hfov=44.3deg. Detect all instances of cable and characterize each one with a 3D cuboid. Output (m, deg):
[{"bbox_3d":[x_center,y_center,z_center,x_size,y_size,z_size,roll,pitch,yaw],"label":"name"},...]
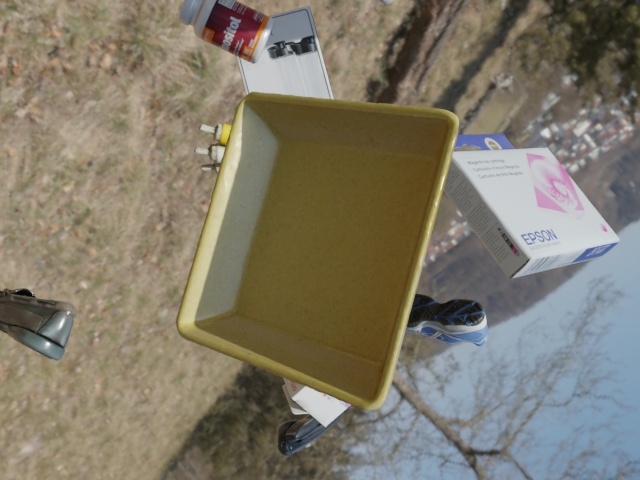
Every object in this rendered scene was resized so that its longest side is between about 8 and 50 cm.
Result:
[{"bbox_3d":[-0.061,-0.136,1.298,0.287,0.072,0.139,7,146,-3],"label":"cable"}]

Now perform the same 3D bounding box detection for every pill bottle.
[{"bbox_3d":[-0.163,-0.374,1.355,0.086,0.152,0.086,-156,-90,-82],"label":"pill bottle"}]

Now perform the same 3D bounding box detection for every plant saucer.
[{"bbox_3d":[0.000,0.000,0.952,0.081,0.333,0.333,20,85,-52],"label":"plant saucer"}]

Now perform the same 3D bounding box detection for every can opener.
[{"bbox_3d":[-0.015,0.342,1.440,0.073,0.059,0.186,-7,-176,34],"label":"can opener"}]

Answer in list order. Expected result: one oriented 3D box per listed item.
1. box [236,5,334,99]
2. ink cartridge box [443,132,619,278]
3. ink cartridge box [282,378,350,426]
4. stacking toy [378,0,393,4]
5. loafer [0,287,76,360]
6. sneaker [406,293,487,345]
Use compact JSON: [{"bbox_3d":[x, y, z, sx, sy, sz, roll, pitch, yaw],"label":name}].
[{"bbox_3d":[-0.065,-0.293,1.546,0.169,0.290,0.087,-13,177,0],"label":"box"},{"bbox_3d":[0.356,-0.095,1.436,0.324,0.330,0.071,-9,149,-44],"label":"ink cartridge box"},{"bbox_3d":[0.009,0.223,1.285,0.143,0.090,0.092,-42,-153,6],"label":"ink cartridge box"},{"bbox_3d":[0.221,-0.593,1.483,0.330,0.141,0.141,-31,175,14],"label":"stacking toy"},{"bbox_3d":[-0.454,0.115,1.222,0.267,0.096,0.084,13,-111,47],"label":"loafer"},{"bbox_3d":[0.206,0.152,1.432,0.211,0.081,0.080,7,-132,39],"label":"sneaker"}]
